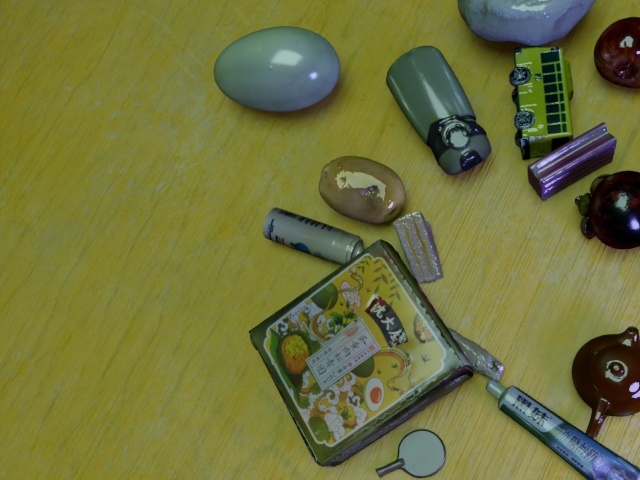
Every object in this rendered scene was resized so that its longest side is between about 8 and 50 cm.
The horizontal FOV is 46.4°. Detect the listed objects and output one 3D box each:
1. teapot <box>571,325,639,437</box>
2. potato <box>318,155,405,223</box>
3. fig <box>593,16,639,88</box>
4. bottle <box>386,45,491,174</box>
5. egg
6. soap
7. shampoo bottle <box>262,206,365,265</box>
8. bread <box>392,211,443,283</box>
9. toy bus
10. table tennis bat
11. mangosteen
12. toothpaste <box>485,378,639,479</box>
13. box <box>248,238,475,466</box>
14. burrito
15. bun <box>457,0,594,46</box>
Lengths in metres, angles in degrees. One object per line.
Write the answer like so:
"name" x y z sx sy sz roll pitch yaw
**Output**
"teapot" 0.623 0.303 1.598 0.178 0.135 0.252 21 78 27
"potato" 0.109 -0.135 1.914 0.234 0.146 0.150 23 124 11
"fig" 0.764 -0.480 1.825 0.175 0.175 0.207 10 60 21
"bottle" 0.308 -0.322 1.902 0.169 0.168 0.347 -29 68 6
"egg" -0.125 -0.470 2.055 0.371 0.230 0.229 3 72 22
"soap" 0.600 -0.186 1.784 0.203 0.122 0.065 -30 66 5
"shampoo bottle" 0.000 0.000 1.927 0.303 0.092 0.092 20 79 22
"bread" 0.242 0.020 1.834 0.077 0.105 0.152 -20 66 17
"toy bus" 0.551 -0.347 1.854 0.150 0.128 0.262 -4 71 16
"table tennis bat" 0.194 0.487 1.677 0.170 0.119 0.107 -27 65 5
"mangosteen" 0.676 -0.072 1.705 0.200 0.200 0.199 -6 70 16
"toothpaste" 0.525 0.431 1.623 0.392 0.061 0.098 36 81 23
"box" 0.087 0.265 1.758 0.420 0.138 0.373 -36 62 9
"burrito" 0.346 0.262 1.748 0.188 0.045 0.058 32 68 28
"bun" 0.527 -0.619 1.907 0.355 0.194 0.354 -10 53 13
